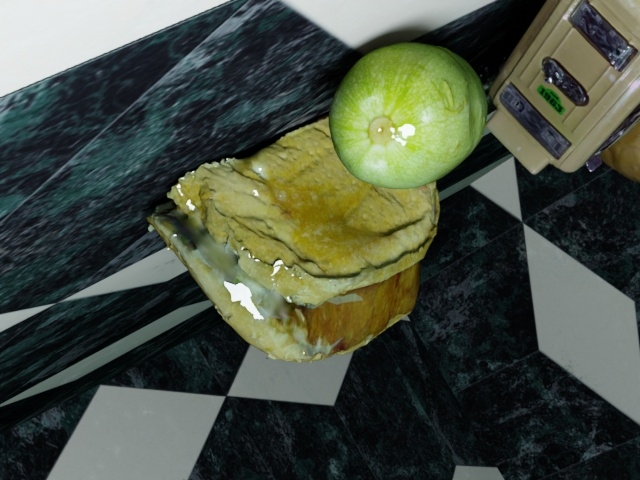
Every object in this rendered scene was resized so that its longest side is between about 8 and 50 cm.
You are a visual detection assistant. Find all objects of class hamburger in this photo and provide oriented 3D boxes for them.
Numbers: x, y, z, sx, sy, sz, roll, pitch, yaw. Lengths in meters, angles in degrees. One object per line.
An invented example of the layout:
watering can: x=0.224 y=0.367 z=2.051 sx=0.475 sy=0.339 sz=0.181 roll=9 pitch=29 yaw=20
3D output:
hamburger: x=0.000 y=0.000 z=1.182 sx=0.308 sy=0.211 sz=0.132 roll=-25 pitch=168 yaw=-42

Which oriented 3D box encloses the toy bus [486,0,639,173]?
toy bus: x=0.255 y=-0.172 z=1.096 sx=0.157 sy=0.139 sz=0.289 roll=-39 pitch=173 yaw=-21

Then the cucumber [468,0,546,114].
cucumber: x=0.195 y=-0.183 z=1.325 sx=0.067 sy=0.067 sz=0.245 roll=-27 pitch=176 yaw=-40

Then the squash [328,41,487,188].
squash: x=0.092 y=-0.116 z=1.101 sx=0.118 sy=0.118 sz=0.370 roll=-32 pitch=180 yaw=18

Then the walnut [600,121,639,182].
walnut: x=0.540 y=-0.220 z=1.682 sx=0.354 sy=0.308 sz=0.398 roll=13 pitch=150 yaw=-31
